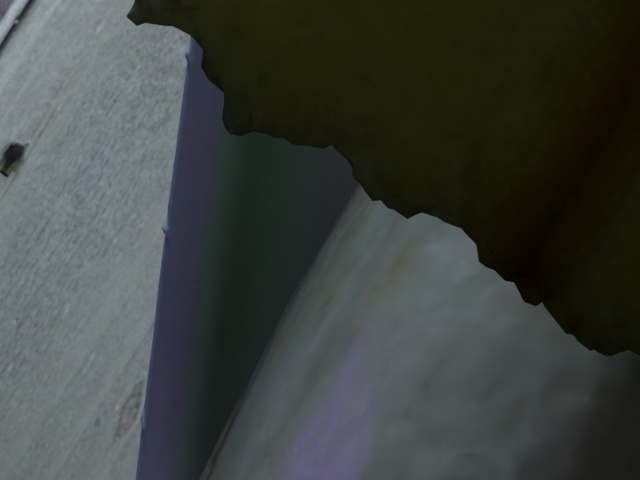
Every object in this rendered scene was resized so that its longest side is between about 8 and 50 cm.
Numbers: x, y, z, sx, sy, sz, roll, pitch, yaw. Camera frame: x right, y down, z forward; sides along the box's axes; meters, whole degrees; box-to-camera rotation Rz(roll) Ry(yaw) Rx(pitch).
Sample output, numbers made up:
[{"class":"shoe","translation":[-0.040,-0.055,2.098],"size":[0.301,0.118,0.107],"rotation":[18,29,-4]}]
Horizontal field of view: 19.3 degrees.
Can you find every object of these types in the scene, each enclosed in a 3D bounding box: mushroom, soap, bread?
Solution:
[{"class":"mushroom","translation":[0.051,0.044,0.509],"size":[0.154,0.137,0.407],"rotation":[91,-158,-69]},{"class":"soap","translation":[0.000,0.000,0.766],"size":[0.208,0.115,0.347],"rotation":[-75,-6,-66]},{"class":"bread","translation":[0.132,-0.166,0.414],"size":[0.362,0.233,0.245],"rotation":[-64,7,-31]}]
